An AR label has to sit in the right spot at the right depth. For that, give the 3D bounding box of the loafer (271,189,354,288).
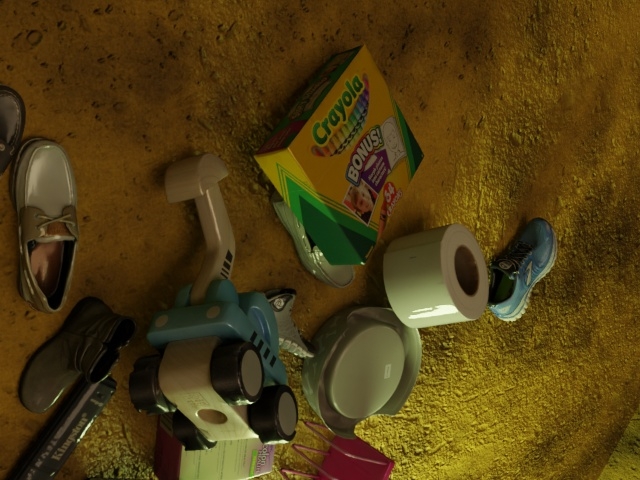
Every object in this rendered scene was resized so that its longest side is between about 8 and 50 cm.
[{"bbox_3d":[0.000,0.000,1.543,0.112,0.112,0.319,-48,128,-17],"label":"loafer"}]

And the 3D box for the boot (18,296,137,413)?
[{"bbox_3d":[-0.440,0.221,1.221,0.083,0.161,0.246,39,78,-39],"label":"boot"}]

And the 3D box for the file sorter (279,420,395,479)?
[{"bbox_3d":[0.003,0.623,1.685,0.182,0.202,0.290,28,86,-40],"label":"file sorter"}]

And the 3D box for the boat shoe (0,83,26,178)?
[{"bbox_3d":[-0.564,-0.096,1.062,0.112,0.096,0.335,40,78,-40],"label":"boat shoe"}]

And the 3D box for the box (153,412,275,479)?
[{"bbox_3d":[-0.223,0.413,1.489,0.243,0.117,0.213,-2,105,-38],"label":"box"}]

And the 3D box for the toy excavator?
[{"bbox_3d":[-0.201,0.117,1.302,0.445,0.223,0.432,-83,153,-43],"label":"toy excavator"}]

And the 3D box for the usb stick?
[{"bbox_3d":[-0.496,0.377,1.301,0.077,0.045,0.278,43,75,-38],"label":"usb stick"}]

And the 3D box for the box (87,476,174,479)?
[{"bbox_3d":[-0.332,0.631,1.388,0.294,0.073,0.295,2,106,4],"label":"box"}]

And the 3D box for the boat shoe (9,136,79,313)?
[{"bbox_3d":[-0.461,-0.022,1.165,0.113,0.103,0.302,-9,109,-38],"label":"boat shoe"}]

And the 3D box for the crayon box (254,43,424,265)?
[{"bbox_3d":[0.059,-0.182,1.455,0.313,0.106,0.362,56,48,-31],"label":"crayon box"}]

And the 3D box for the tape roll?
[{"bbox_3d":[0.295,0.091,1.715,0.246,0.169,0.246,21,63,-48],"label":"tape roll"}]

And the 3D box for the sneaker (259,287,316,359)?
[{"bbox_3d":[-0.070,0.183,1.564,0.229,0.086,0.132,34,79,-40],"label":"sneaker"}]

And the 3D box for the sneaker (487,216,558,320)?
[{"bbox_3d":[0.601,0.079,2.050,0.147,0.130,0.329,28,86,-43],"label":"sneaker"}]

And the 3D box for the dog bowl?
[{"bbox_3d":[0.102,0.324,1.736,0.349,0.102,0.348,-14,113,-36],"label":"dog bowl"}]
